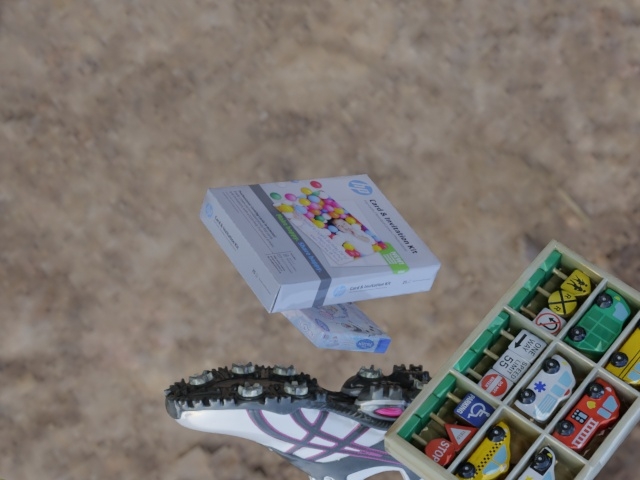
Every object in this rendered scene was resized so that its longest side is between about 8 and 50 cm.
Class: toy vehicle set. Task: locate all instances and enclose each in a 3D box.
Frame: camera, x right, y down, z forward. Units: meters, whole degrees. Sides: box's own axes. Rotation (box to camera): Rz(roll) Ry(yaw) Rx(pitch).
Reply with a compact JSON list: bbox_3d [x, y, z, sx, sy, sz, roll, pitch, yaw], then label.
[{"bbox_3d":[0.203,0.137,1.463,0.267,0.166,0.035,-47,156,-24],"label":"toy vehicle set"}]

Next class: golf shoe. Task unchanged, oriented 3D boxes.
[{"bbox_3d":[-0.013,0.181,1.515,0.272,0.105,0.120,3,103,-8],"label":"golf shoe"}]

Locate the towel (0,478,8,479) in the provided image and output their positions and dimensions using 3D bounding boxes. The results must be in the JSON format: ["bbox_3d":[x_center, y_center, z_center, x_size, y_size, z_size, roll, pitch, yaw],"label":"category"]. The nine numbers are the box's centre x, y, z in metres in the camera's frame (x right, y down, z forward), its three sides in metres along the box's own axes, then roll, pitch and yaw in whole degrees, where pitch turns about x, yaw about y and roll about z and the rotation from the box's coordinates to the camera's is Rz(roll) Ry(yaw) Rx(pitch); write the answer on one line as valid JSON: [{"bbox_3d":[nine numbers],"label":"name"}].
[{"bbox_3d":[-0.082,0.173,0.723,0.237,0.021,0.102,25,72,-47],"label":"towel"}]

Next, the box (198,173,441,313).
[{"bbox_3d":[0.000,0.000,1.515,0.186,0.145,0.038,-5,132,-35],"label":"box"}]

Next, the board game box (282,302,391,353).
[{"bbox_3d":[0.009,0.078,1.575,0.090,0.090,0.020,9,112,-40],"label":"board game box"}]
